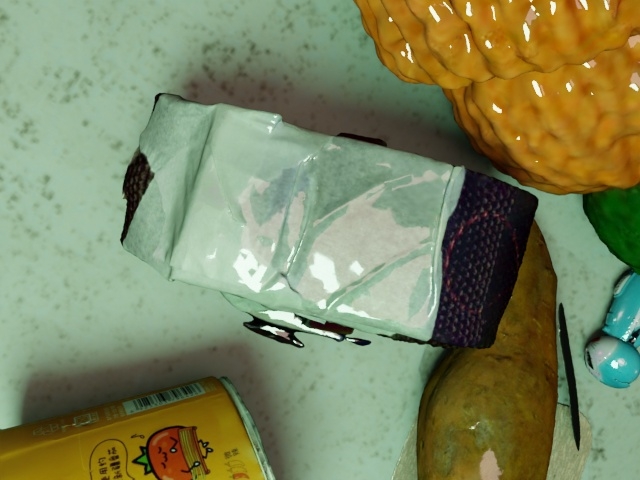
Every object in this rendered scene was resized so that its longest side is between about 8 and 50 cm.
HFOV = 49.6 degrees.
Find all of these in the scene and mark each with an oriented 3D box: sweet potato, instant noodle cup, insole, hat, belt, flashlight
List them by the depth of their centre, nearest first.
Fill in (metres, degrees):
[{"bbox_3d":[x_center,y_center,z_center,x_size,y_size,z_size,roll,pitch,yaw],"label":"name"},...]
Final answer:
[{"bbox_3d":[-0.122,0.200,0.482,0.172,0.216,0.215,-18,95,-19],"label":"instant noodle cup"},{"bbox_3d":[0.000,0.000,0.506,0.289,0.184,0.164,16,93,-6],"label":"belt"},{"bbox_3d":[0.192,-0.142,0.547,0.285,0.285,0.400,-30,124,-9],"label":"hat"},{"bbox_3d":[0.135,0.144,0.563,0.112,0.112,0.359,26,62,-11],"label":"sweet potato"},{"bbox_3d":[0.216,0.120,0.601,0.002,0.053,0.152,-4,122,26],"label":"insole"},{"bbox_3d":[0.284,0.073,0.630,0.051,0.051,0.129,33,81,-10],"label":"flashlight"}]

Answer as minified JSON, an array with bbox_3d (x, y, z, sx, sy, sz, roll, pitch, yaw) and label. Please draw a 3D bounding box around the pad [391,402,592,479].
[{"bbox_3d":[0.136,0.259,0.627,0.176,0.002,0.266,22,87,-11],"label":"pad"}]
